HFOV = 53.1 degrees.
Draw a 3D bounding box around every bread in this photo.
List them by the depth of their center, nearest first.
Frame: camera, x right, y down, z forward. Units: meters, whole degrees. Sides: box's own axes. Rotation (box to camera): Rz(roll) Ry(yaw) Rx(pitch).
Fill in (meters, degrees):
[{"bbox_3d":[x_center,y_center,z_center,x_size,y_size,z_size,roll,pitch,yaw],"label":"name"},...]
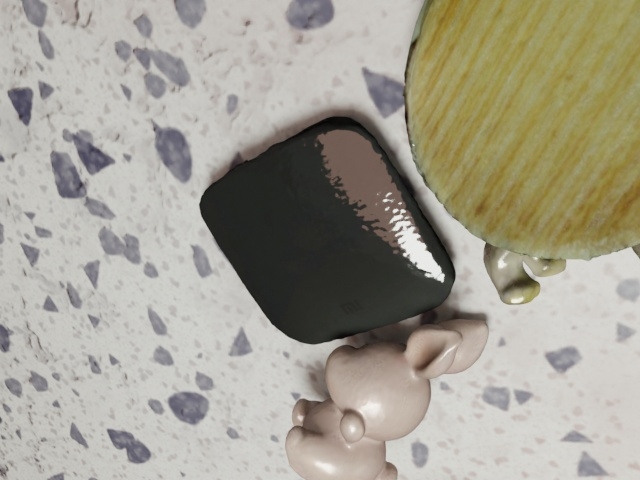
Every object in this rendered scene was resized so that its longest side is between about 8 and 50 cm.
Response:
[{"bbox_3d":[0.155,-0.116,0.397,0.267,0.040,0.267,-10,77,50],"label":"bread"}]

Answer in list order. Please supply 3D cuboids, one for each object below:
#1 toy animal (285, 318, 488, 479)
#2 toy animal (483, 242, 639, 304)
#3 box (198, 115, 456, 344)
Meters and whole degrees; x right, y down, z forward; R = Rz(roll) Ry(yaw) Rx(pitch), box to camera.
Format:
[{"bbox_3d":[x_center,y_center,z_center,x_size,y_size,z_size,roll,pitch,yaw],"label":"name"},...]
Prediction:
[{"bbox_3d":[0.058,0.134,0.606,0.124,0.124,0.212,37,102,6],"label":"toy animal"},{"bbox_3d":[0.208,-0.044,0.444,0.233,0.121,0.169,-24,85,42],"label":"toy animal"},{"bbox_3d":[0.000,0.000,0.601,0.212,0.042,0.201,-27,100,33],"label":"box"}]
